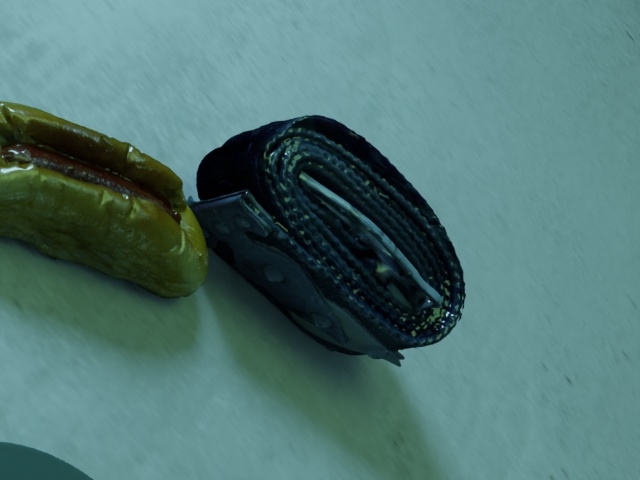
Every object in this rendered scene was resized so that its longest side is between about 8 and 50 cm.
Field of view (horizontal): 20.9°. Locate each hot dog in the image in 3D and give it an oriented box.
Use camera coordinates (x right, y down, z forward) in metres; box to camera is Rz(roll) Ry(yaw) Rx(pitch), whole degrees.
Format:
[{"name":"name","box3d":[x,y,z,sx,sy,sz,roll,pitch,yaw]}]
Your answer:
[{"name":"hot dog","box3d":[-0.157,-0.030,1.158,0.242,0.073,0.084,24,46,-42]}]

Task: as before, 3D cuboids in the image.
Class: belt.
[{"name":"belt","box3d":[0.001,0.000,1.321,0.218,0.128,0.122,43,60,-23]}]

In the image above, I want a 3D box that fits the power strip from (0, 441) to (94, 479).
[{"name":"power strip","box3d":[-0.179,0.201,0.901,0.167,0.054,0.253,44,30,-15]}]
